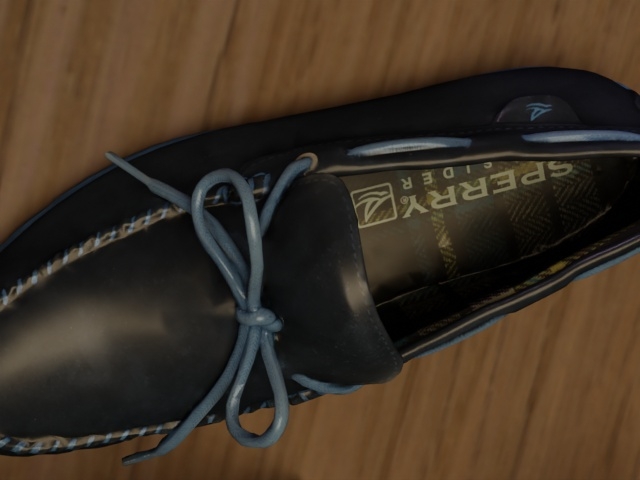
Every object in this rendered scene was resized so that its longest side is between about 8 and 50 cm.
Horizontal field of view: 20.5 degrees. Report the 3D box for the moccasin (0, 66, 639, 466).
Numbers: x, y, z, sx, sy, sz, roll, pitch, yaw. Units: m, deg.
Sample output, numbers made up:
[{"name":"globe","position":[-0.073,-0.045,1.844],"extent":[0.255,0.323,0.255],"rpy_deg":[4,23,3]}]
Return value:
[{"name":"moccasin","position":[0.000,0.000,0.758],"extent":[0.342,0.117,0.138],"rpy_deg":[-25,111,-9]}]
